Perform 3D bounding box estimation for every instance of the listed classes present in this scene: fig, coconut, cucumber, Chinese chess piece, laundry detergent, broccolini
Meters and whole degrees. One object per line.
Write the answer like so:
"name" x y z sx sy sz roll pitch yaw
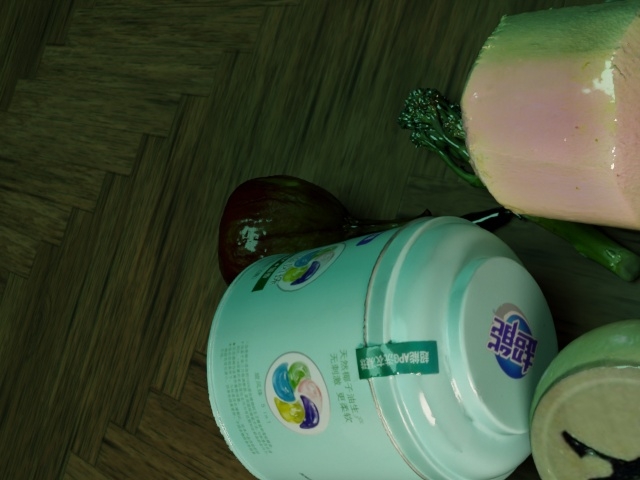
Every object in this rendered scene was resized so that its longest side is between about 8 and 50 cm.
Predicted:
"fig" -0.006 -0.025 1.277 0.290 0.190 0.190 -29 55 13
"coconut" 0.292 -0.128 0.958 0.245 0.233 0.233 8 81 36
"cucumber" 0.174 -0.010 1.168 0.163 0.039 0.043 -31 81 34
"Chinese chess piece" 0.305 0.180 0.856 0.238 0.092 0.238 16 121 30
"laundry detergent" 0.081 0.129 1.031 0.305 0.287 0.287 -14 66 41
"broccolini" 0.225 -0.082 1.117 0.079 0.074 0.392 -53 47 5

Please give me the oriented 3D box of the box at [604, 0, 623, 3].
"box" 0.346 -0.238 1.064 0.063 0.060 0.084 37 104 50
